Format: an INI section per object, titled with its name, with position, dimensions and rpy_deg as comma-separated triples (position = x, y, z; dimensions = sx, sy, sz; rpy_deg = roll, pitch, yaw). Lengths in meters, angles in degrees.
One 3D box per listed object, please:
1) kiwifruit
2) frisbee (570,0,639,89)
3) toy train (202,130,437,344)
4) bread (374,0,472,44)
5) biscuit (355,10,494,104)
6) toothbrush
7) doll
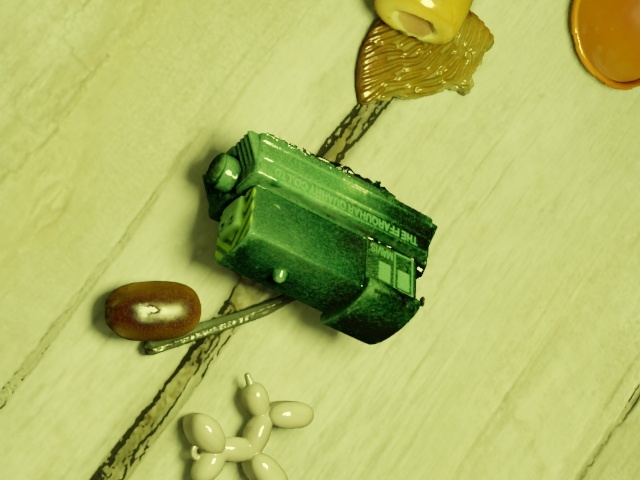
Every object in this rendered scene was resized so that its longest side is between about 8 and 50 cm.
[kiwifruit]
position = -0.205, 0.086, 1.729
dimensions = 0.124, 0.075, 0.075
rpy_deg = -5, 91, -26
[frisbee]
position = 0.450, -0.322, 2.131
dimensions = 0.192, 0.035, 0.192
rpy_deg = 1, 87, -29
[toy train]
position = 0.000, 0.000, 1.784
dimensions = 0.330, 0.138, 0.178
rpy_deg = 25, 48, -26
[bread]
position = 0.177, -0.415, 1.933
dimensions = 0.142, 0.091, 0.305
rpy_deg = 27, 68, -15
[biscuit]
position = 0.143, -0.251, 1.958
dimensions = 0.176, 0.031, 0.228
rpy_deg = 46, 67, -19
[toothbrush]
position = -0.095, 0.099, 1.815
dimensions = 0.297, 0.030, 0.030
rpy_deg = -17, 106, -29
[doll]
position = -0.100, 0.253, 1.790
dimensions = 0.160, 0.059, 0.161
rpy_deg = 29, 75, -25
